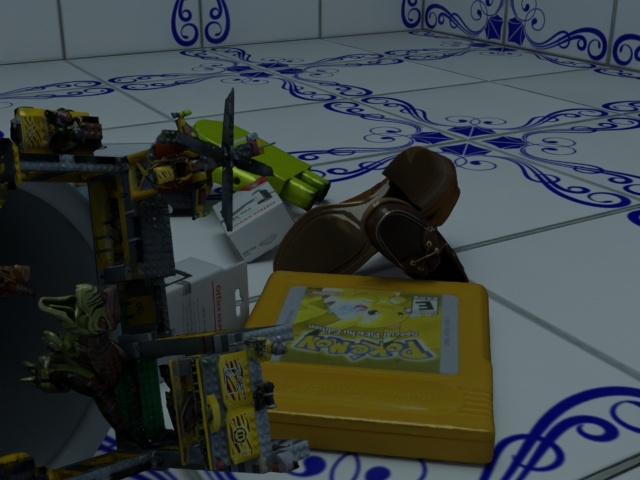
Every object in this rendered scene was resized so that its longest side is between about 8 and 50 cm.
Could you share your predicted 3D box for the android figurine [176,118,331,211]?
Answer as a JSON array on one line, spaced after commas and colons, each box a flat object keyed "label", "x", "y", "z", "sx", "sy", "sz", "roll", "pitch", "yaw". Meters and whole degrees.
[{"label": "android figurine", "x": -0.120, "y": -0.135, "z": 1.469, "sx": 0.273, "sy": 0.056, "sz": 0.248, "roll": 26, "pitch": 19, "yaw": 6}]

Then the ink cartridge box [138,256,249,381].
[{"label": "ink cartridge box", "x": -0.164, "y": 0.087, "z": 0.968, "sx": 0.060, "sy": 0.104, "sz": 0.180, "roll": 16, "pitch": 26, "yaw": 37}]

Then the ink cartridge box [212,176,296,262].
[{"label": "ink cartridge box", "x": -0.100, "y": -0.035, "z": 1.291, "sx": 0.099, "sy": 0.056, "sz": 0.135, "roll": -32, "pitch": 26, "yaw": -4}]

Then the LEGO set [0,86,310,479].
[{"label": "LEGO set", "x": -0.134, "y": 0.049, "z": 0.569, "sx": 0.192, "sy": 0.331, "sz": 0.255, "roll": -10, "pitch": -12, "yaw": 41}]

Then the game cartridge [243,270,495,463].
[{"label": "game cartridge", "x": 0.047, "y": 0.124, "z": 0.949, "sx": 0.285, "sy": 0.052, "sz": 0.323, "roll": 3, "pitch": 20, "yaw": 8}]

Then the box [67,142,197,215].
[{"label": "box", "x": -0.353, "y": -0.108, "z": 1.482, "sx": 0.290, "sy": 0.087, "sz": 0.169, "roll": 0, "pitch": 22, "yaw": -2}]

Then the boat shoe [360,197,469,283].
[{"label": "boat shoe", "x": 0.129, "y": 0.013, "z": 1.086, "sx": 0.207, "sy": 0.073, "sz": 0.073, "roll": 32, "pitch": 10, "yaw": -47}]

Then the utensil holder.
[{"label": "utensil holder", "x": -0.406, "y": 0.053, "z": 0.764, "sx": 0.328, "sy": 0.327, "sz": 0.385, "roll": -20, "pitch": 27, "yaw": -41}]

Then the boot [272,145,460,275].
[{"label": "boot", "x": 0.077, "y": -0.019, "z": 1.209, "sx": 0.109, "sy": 0.283, "sz": 0.220, "roll": 48, "pitch": 8, "yaw": 18}]
